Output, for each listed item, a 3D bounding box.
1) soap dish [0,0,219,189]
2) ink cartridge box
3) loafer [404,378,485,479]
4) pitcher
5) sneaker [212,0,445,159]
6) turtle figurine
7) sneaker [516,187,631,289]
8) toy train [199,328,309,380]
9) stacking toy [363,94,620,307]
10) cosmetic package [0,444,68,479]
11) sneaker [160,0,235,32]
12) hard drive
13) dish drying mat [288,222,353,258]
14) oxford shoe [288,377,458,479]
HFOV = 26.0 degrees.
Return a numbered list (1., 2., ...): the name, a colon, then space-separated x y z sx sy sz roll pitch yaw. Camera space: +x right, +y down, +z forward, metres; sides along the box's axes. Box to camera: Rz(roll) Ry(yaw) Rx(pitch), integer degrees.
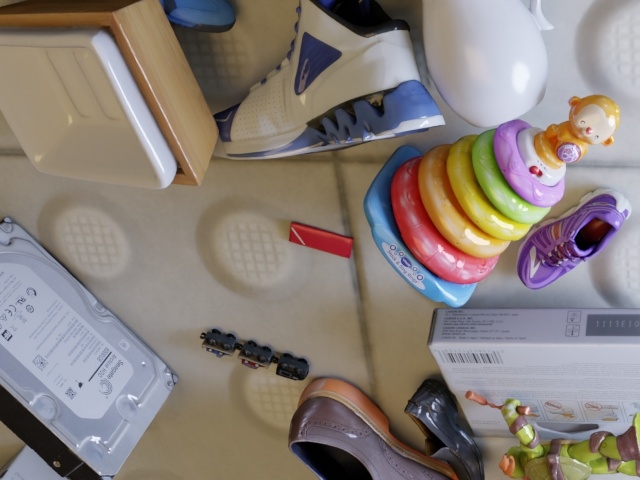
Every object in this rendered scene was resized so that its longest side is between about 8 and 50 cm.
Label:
1. soap dish: -0.265 -0.180 1.628 0.290 0.118 0.229 8 133 44
2. ink cartridge box: 0.296 0.170 1.731 0.275 0.060 0.239 -1 146 22
3. loafer: 0.161 0.266 1.832 0.062 0.061 0.170 -2 121 60
4. pitcher: 0.187 -0.240 1.477 0.177 0.125 0.207 -22 107 9
5. sneaker: 0.004 -0.194 1.579 0.315 0.127 0.182 -7 91 45
6. turtle figurine: 0.307 0.266 1.735 0.217 0.087 0.269 -13 133 30
7. sneaker: 0.287 0.004 1.616 0.068 0.071 0.170 39 128 -6
8. toy train: -0.091 0.158 1.896 0.158 0.027 0.036 18 137 9
9. stacking toy: 0.209 -0.070 1.530 0.175 0.166 0.302 47 129 -12
10. cosmetic package: -0.471 0.448 2.135 0.151 0.184 0.151 41 127 -8
11. sneaker: -0.184 -0.316 1.598 0.209 0.069 0.082 31 124 0
12. hard drive: -0.369 0.152 1.870 0.339 0.237 0.064 46 126 -10
13. dish drying mat: 0.000 0.000 1.767 0.083 0.008 0.032 16 125 12
14. oxford shoe: 0.097 0.350 1.877 0.363 0.133 0.130 39 126 -6
